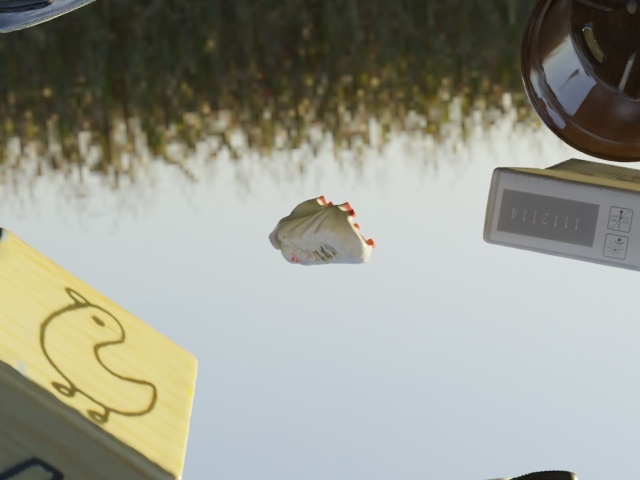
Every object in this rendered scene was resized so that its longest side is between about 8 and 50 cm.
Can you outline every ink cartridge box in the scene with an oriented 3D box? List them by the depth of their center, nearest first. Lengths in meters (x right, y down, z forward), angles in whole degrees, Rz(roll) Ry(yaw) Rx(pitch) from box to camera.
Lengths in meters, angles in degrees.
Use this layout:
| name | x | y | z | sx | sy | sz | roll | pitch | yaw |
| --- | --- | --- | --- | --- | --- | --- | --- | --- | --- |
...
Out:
| name | x | y | z | sx | sy | sz | roll | pitch | yaw |
| --- | --- | --- | --- | --- | --- | --- | --- | --- | --- |
| ink cartridge box | 0.308 | -0.010 | 1.305 | 0.296 | 0.066 | 0.261 | 11 | -173 | 21 |

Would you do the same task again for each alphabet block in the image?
| name | x | y | z | sx | sy | sz | roll | pitch | yaw |
| --- | --- | --- | --- | --- | --- | --- | --- | --- | --- |
| alphabet block | -0.231 | 0.145 | 1.240 | 0.197 | 0.193 | 0.192 | 35 | -158 | -16 |

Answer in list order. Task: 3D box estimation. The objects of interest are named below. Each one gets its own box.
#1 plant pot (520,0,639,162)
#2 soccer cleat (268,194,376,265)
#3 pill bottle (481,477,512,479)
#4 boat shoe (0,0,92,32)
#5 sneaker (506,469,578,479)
| name | x | y | z | sx | sy | sz | roll | pitch | yaw |
| --- | --- | --- | --- | --- | --- | --- | --- | --- | --- |
| plant pot | 0.237 | -0.148 | 1.200 | 0.167 | 0.167 | 0.165 | -4 | 176 | 2 |
| soccer cleat | 0.000 | 0.000 | 1.617 | 0.076 | 0.068 | 0.196 | -34 | -167 | -7 |
| pill bottle | 0.184 | 0.326 | 1.734 | 0.078 | 0.137 | 0.078 | -8 | 167 | -2 |
| boat shoe | -0.158 | -0.347 | 1.550 | 0.500 | 0.186 | 0.156 | -25 | -178 | 9 |
| sneaker | 0.139 | 0.251 | 1.359 | 0.170 | 0.089 | 0.051 | -13 | 156 | 9 |
